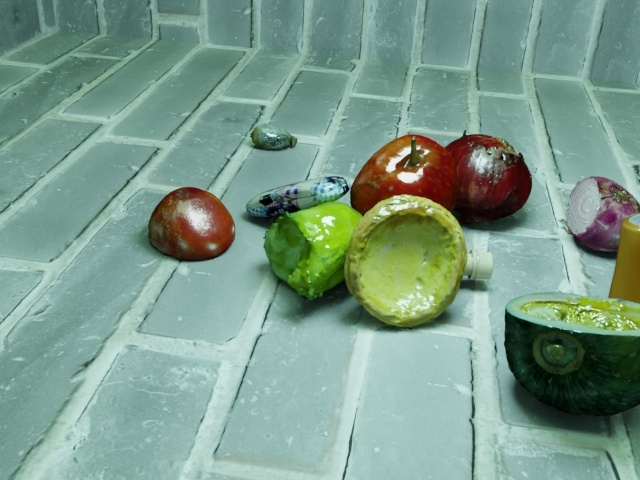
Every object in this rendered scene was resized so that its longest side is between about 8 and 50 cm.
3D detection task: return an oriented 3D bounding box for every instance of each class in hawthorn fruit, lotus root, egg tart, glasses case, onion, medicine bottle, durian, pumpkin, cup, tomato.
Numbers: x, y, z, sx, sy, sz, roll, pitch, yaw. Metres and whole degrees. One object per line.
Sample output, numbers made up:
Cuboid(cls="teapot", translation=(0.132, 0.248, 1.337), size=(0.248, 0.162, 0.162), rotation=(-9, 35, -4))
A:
Cuboid(cls="hawthorn fruit", translation=(0.218, -0.144, 1.901), size=(0.287, 0.330, 0.287), rotation=(1, 54, -2))
Cuboid(cls="lotus root", translation=(-0.153, -0.341, 2.482), size=(0.165, 0.088, 0.088), rotation=(8, 29, -11))
Cuboid(cls="egg tart", translation=(0.184, 0.042, 1.673), size=(0.294, 0.293, 0.123), rotation=(-1, 3, -7))
Cuboid(cls="glasses case", translation=(-0.063, -0.115, 1.983), size=(0.328, 0.076, 0.125), rotation=(-9, 9, 42))
Cuboid(cls="onion", translation=(0.449, -0.167, 2.077), size=(0.276, 0.276, 0.276), rotation=(2, 30, -1))
Cuboid(cls="onion", translation=(0.762, -0.064, 1.992), size=(0.201, 0.200, 0.207), rotation=(2, 17, -2))
Cuboid(cls="medicine bottle", translation=(0.282, 0.053, 1.793), size=(0.253, 0.114, 0.114), rotation=(3, 30, 0))
Cuboid(cls="durian", translation=(0.000, 0.000, 1.777), size=(0.256, 0.204, 0.340), rotation=(14, 29, 42))
Cuboid(cls="pumpkin", translation=(0.502, 0.223, 1.442), size=(0.293, 0.196, 0.263), rotation=(10, 17, 26))
Cuboid(cls="cup", translation=(0.730, 0.073, 1.673), size=(0.183, 0.263, 0.226), rotation=(-3, 18, 6))
Cuboid(cls="tomato", translation=(-0.334, -0.058, 1.906), size=(0.233, 0.139, 0.200), rotation=(26, 43, 34))
